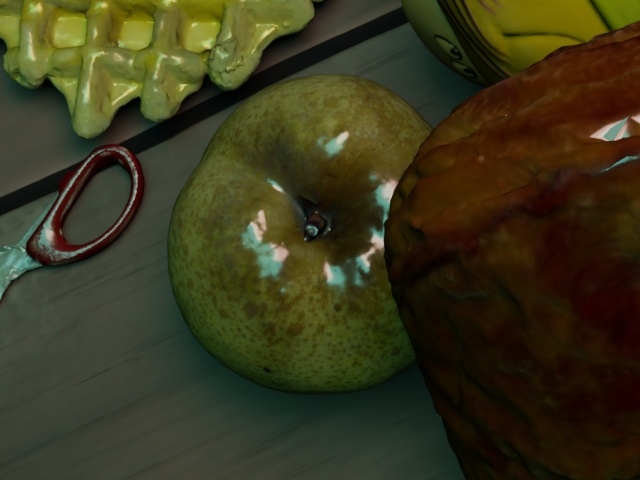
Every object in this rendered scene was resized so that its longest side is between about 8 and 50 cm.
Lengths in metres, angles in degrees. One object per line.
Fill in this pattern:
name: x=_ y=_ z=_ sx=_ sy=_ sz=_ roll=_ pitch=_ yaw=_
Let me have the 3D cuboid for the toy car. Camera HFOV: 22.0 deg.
toy car: x=0.108 y=-0.143 z=0.828 sx=0.142 sy=0.200 sz=0.248 roll=-32 pitch=37 yaw=15

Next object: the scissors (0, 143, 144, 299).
scissors: x=-0.205 y=0.042 z=0.937 sx=0.144 sy=0.017 sz=0.248 roll=21 pitch=84 yaw=12

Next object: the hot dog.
hot dog: x=0.182 y=0.062 z=0.750 sx=0.267 sy=0.387 sz=0.174 roll=-17 pitch=32 yaw=13

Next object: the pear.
pear: x=0.000 y=0.000 z=0.854 sx=0.167 sy=0.136 sz=0.167 roll=0 pitch=89 yaw=-3

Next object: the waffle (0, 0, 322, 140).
waffle: x=-0.101 y=-0.193 z=0.946 sx=0.261 sy=0.056 sz=0.250 roll=-37 pitch=76 yaw=-5
